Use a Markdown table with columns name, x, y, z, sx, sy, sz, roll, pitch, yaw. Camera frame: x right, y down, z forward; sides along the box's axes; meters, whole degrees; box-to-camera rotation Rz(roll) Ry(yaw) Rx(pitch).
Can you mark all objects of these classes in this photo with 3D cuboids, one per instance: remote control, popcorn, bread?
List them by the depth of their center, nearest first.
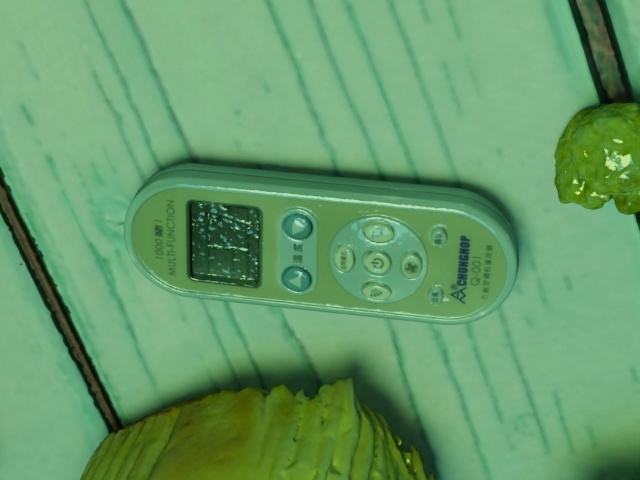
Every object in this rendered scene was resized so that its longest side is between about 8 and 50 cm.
| name | x | y | z | sx | sy | sz | roll | pitch | yaw |
| --- | --- | --- | --- | --- | --- | --- | --- | --- | --- |
| popcorn | 0.166 | -0.050 | 0.900 | 0.068 | 0.059 | 0.083 | 23 | 149 | -33 |
| remote control | 0.000 | 0.000 | 0.965 | 0.244 | 0.047 | 0.087 | 6 | 122 | 8 |
| bread | -0.048 | 0.188 | 1.023 | 0.250 | 0.133 | 0.179 | -17 | 116 | 24 |
